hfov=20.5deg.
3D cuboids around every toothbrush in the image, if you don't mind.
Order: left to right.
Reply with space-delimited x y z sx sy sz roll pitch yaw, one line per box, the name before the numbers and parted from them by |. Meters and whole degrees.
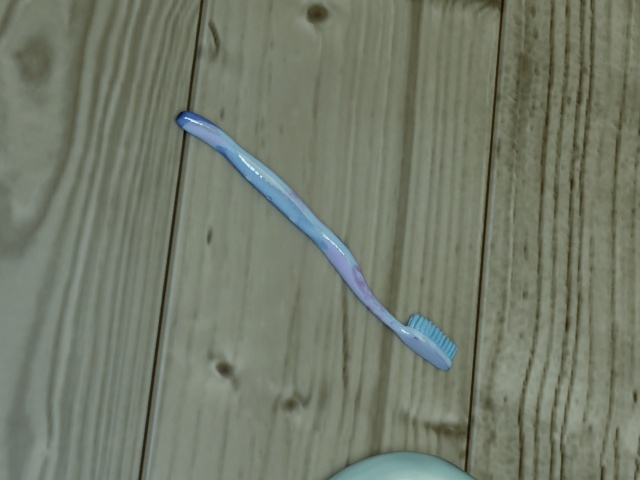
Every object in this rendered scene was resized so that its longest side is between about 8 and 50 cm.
toothbrush | 0.000 0.000 1.251 0.269 0.021 0.027 43 49 -14

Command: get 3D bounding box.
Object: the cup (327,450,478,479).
cup | 0.097 0.274 1.188 0.202 0.255 0.173 -24 133 -30
